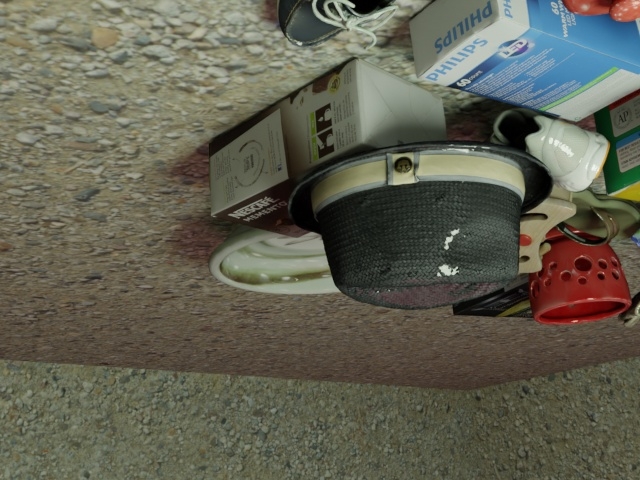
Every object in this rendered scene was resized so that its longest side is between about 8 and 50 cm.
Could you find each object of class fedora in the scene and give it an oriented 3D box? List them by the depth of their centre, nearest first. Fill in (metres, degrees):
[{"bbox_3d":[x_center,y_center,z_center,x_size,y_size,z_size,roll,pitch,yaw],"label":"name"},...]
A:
[{"bbox_3d":[0.127,-0.001,1.064,0.334,0.153,0.334,-2,161,-1],"label":"fedora"}]

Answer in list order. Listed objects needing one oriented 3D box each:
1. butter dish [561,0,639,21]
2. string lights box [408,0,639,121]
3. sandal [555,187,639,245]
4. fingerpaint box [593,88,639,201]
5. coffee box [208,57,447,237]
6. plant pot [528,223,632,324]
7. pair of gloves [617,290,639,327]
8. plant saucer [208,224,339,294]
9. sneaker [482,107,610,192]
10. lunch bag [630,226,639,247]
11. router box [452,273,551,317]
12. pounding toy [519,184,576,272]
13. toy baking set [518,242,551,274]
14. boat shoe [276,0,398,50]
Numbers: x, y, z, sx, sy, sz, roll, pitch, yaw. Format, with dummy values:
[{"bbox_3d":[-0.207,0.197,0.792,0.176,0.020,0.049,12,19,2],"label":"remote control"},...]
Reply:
[{"bbox_3d":[0.271,-0.254,0.773,0.160,0.118,0.160,-10,160,19],"label":"butter dish"},{"bbox_3d":[0.243,-0.214,0.956,0.259,0.077,0.133,8,158,-33],"label":"string lights box"},{"bbox_3d":[0.474,-0.035,1.535,0.302,0.086,0.120,13,155,-42],"label":"sandal"},{"bbox_3d":[0.626,-0.175,1.022,0.371,0.163,0.445,7,159,-28],"label":"fingerpaint box"},{"bbox_3d":[0.003,-0.111,1.146,0.168,0.119,0.297,14,154,-43],"label":"coffee box"},{"bbox_3d":[0.508,0.064,1.703,0.191,0.174,0.191,-3,162,-1],"label":"plant pot"},{"bbox_3d":[0.687,0.076,1.722,0.042,0.240,0.204,37,173,13],"label":"pair of gloves"},{"bbox_3d":[0.000,0.000,1.515,0.400,0.101,0.400,-4,162,-1],"label":"plant saucer"},{"bbox_3d":[0.266,-0.136,1.140,0.121,0.099,0.262,29,176,-17],"label":"sneaker"},{"bbox_3d":[0.668,-0.027,1.565,0.151,0.096,0.129,-17,154,-43],"label":"lunch bag"},{"bbox_3d":[0.484,0.104,1.969,0.243,0.081,0.309,5,160,-25],"label":"router box"},{"bbox_3d":[0.322,0.003,1.415,0.154,0.155,0.269,25,146,-13],"label":"pounding toy"},{"bbox_3d":[0.337,0.010,1.650,0.196,0.030,0.256,21,152,-17],"label":"toy baking set"},{"bbox_3d":[0.038,-0.244,0.814,0.095,0.079,0.254,9,158,-36],"label":"boat shoe"}]
